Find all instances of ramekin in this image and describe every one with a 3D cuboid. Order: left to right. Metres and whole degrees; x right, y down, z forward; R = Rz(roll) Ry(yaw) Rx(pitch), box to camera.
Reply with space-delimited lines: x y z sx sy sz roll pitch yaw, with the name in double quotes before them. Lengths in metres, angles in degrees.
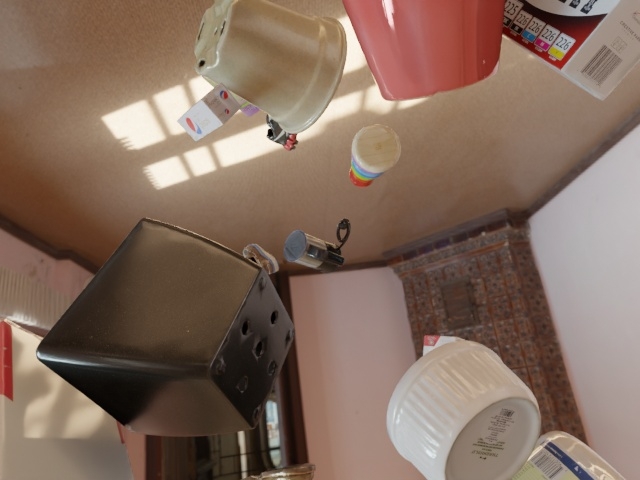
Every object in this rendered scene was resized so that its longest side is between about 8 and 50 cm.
"ramekin" 0.209 0.259 0.652 0.207 0.207 0.109 1 -163 -24

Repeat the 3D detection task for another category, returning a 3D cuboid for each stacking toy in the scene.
"stacking toy" 0.155 -0.244 1.453 0.141 0.141 0.330 -7 174 -3

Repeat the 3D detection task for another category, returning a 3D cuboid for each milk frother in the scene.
"milk frother" 0.000 0.000 1.186 0.129 0.143 0.134 -10 158 42

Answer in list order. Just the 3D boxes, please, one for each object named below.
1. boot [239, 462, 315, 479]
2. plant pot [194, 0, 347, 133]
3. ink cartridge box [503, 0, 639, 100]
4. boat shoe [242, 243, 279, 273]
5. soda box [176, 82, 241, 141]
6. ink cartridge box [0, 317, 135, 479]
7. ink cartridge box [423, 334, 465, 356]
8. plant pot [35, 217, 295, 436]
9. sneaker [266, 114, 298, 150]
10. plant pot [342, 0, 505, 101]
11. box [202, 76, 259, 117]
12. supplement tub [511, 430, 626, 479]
"boot" -0.097 0.592 1.067 0.112 0.115 0.305 12 140 -30
"plant pot" -0.151 -0.490 1.216 0.305 0.334 0.334 12 152 -36
"ink cartridge box" 0.424 -0.432 0.741 0.130 0.309 0.272 14 125 -32
"boat shoe" -0.204 0.059 1.434 0.066 0.066 0.183 -24 -154 -30
"soda box" -0.277 -0.309 1.125 0.074 0.069 0.216 49 157 -22
"ink cartridge box" -0.396 0.321 0.465 0.385 0.279 0.160 -46 131 -5
"ink cartridge box" 0.334 0.331 1.247 0.099 0.135 0.056 -7 158 43
"plant pot" -0.137 0.106 0.508 0.167 0.188 0.187 4 138 22
"sneaker" -0.114 -0.436 1.598 0.135 0.098 0.276 14 140 -16
"plant pot" 0.167 -0.368 0.725 0.275 0.243 0.275 -14 -156 6
"box" -0.262 -0.602 1.656 0.213 0.117 0.243 -24 143 27
"supplement tub" 0.320 0.475 0.678 0.325 0.235 0.235 -38 159 -3
